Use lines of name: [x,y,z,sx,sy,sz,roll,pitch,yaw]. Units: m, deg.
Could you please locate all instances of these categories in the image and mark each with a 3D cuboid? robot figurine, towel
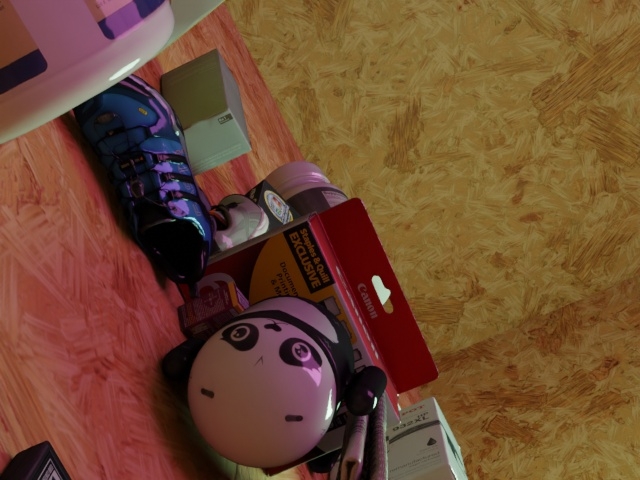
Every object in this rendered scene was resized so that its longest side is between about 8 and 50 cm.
robot figurine: [-0.051,0.155,1.025,0.173,0.209,0.278,59,11,0]
towel: [0.021,0.356,1.034,0.324,0.056,0.312,-75,179,-79]

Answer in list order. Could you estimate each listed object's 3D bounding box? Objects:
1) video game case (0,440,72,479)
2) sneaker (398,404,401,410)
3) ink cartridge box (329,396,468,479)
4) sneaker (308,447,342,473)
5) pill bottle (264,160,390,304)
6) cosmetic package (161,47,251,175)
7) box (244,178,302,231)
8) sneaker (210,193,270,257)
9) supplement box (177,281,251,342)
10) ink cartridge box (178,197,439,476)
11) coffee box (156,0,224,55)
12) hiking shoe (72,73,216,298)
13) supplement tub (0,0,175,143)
video game case: [-0.159,0.292,0.532,0.275,0.035,0.248,-90,155,-75]
sneaker: [0.161,0.485,1.951,0.208,0.127,0.319,44,33,-68]
ink cartridge box: [0.139,0.423,1.555,0.307,0.223,0.129,-75,139,-80]
sneaker: [0.004,0.243,1.416,0.121,0.108,0.302,-80,165,-61]
pill bottle: [0.000,0.000,1.941,0.361,0.204,0.204,59,1,39]
cosmetic package: [-0.208,-0.231,1.561,0.238,0.127,0.107,-104,168,-48]
box: [-0.067,0.031,1.624,0.216,0.060,0.270,46,22,-19]
sneaker: [-0.149,-0.024,1.427,0.108,0.100,0.271,57,10,-22]
supplement box: [-0.136,0.099,1.146,0.055,0.083,0.043,59,9,-48]
ink cartridge box: [-0.008,0.128,1.239,0.130,0.272,0.309,-61,126,-82]
coffee box: [-0.232,-0.533,1.286,0.334,0.337,0.338,49,13,-28]
hiking shoe: [-0.207,-0.077,1.085,0.132,0.113,0.304,-106,169,-54]
supplement tub: [-0.277,-0.249,0.654,0.228,0.228,0.316,-99,164,-65]
